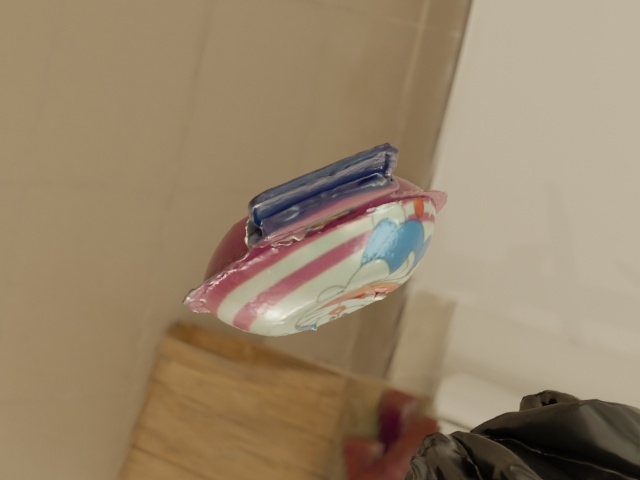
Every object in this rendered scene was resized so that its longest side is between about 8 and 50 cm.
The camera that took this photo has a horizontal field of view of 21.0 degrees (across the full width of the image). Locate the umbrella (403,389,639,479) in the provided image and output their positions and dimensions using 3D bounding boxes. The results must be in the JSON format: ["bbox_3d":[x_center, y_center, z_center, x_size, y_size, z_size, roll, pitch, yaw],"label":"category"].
[{"bbox_3d":[0.188,0.136,0.583,0.118,0.340,0.118,14,90,-83],"label":"umbrella"}]

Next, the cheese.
[{"bbox_3d":[0.000,0.000,0.893,0.155,0.062,0.244,-23,168,-7],"label":"cheese"}]
